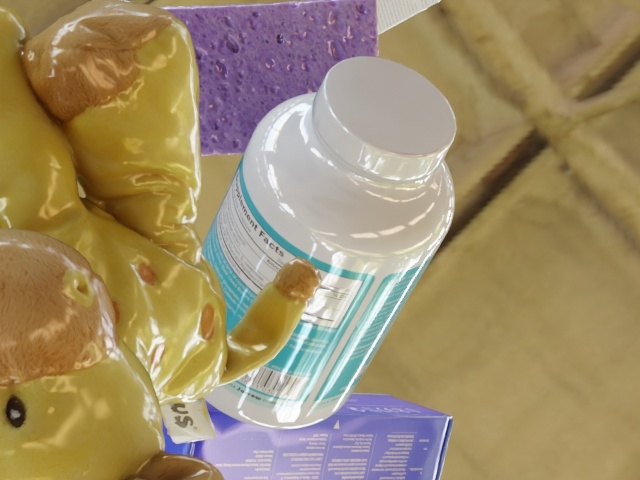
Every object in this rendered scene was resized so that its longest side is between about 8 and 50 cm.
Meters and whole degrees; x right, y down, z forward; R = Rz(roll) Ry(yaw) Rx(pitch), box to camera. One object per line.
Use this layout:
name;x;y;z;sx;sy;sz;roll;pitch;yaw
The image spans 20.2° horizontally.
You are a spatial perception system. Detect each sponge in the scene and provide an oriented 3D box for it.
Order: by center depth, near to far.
sponge;-0.059;-0.126;1.399;0.210;0.031;0.117;-3;-78;-2

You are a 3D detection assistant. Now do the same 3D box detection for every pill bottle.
pill bottle;0.000;0.000;1.228;0.146;0.264;0.146;15;-136;-15

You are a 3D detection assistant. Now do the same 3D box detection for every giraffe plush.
giraffe plush;-0.105;0.035;0.630;0.210;0.181;0.170;53;-160;-19

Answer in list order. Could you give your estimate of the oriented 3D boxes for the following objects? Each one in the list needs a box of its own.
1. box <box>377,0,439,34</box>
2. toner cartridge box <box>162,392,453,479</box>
box;0.039;-0.240;1.504;0.087;0.102;0.101;-29;-113;-1
toner cartridge box;-0.030;0.205;1.423;0.348;0.075;0.165;10;-85;-54
